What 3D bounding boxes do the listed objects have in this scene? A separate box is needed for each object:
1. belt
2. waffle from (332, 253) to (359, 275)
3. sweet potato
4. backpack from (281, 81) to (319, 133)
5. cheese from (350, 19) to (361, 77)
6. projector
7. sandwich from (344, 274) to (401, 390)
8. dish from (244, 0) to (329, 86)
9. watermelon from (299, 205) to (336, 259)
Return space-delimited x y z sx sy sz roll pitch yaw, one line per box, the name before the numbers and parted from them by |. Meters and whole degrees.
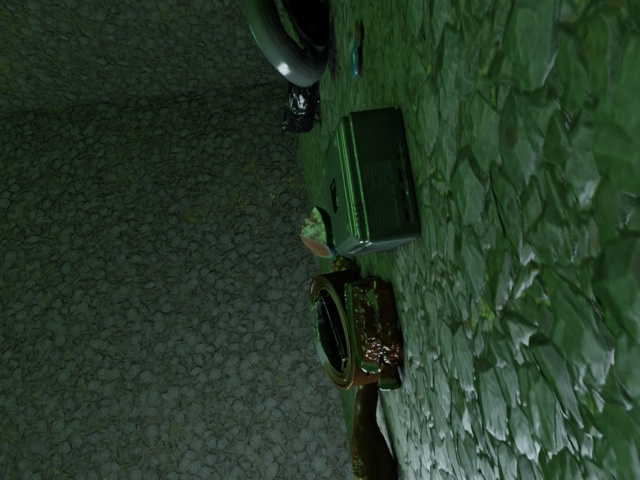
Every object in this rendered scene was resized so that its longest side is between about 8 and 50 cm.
belt | 0.056 0.200 1.090 0.184 0.105 0.261 -50 54 52
waffle | 0.080 0.169 1.319 0.293 0.069 0.259 -110 17 -71
sweet potato | 0.121 0.485 1.145 0.109 0.109 0.385 86 179 -47
backpack | -0.067 -0.512 1.704 0.258 0.133 0.206 99 172 -57
cheese | 0.064 -0.338 0.858 0.111 0.017 0.047 89 169 -59
projector | 0.066 -0.077 0.760 0.256 0.099 0.191 122 141 -83
sandwich | 0.099 0.168 0.916 0.159 0.079 0.235 93 169 -70
dish | -0.045 -0.536 1.180 0.273 0.134 0.273 30 -130 -43
watermelon | 0.022 -0.001 1.698 0.146 0.128 0.231 47 171 32
